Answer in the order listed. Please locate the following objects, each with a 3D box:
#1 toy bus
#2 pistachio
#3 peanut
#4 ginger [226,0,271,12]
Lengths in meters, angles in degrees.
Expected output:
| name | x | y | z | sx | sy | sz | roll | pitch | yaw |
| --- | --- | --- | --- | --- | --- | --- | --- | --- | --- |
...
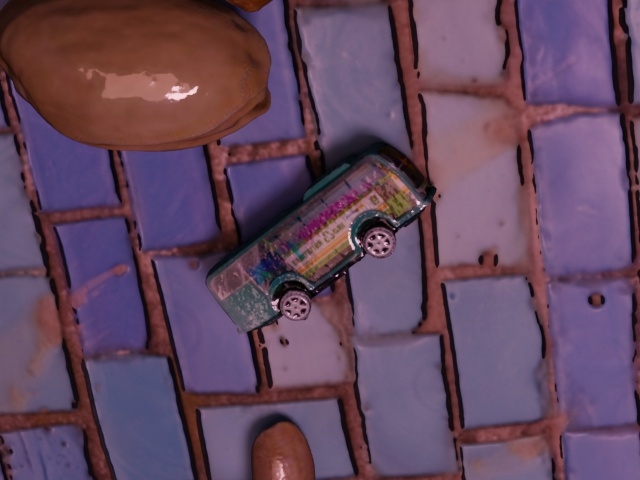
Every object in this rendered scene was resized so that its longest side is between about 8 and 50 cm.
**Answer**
| name | x | y | z | sx | sy | sz | roll | pitch | yaw |
| --- | --- | --- | --- | --- | --- | --- | --- | --- | --- |
| toy bus | 0.000 | 0.000 | 1.553 | 0.262 | 0.091 | 0.109 | -37 | 97 | 17 |
| pistachio | -0.195 | -0.180 | 1.463 | 0.293 | 0.162 | 0.181 | 9 | 77 | 6 |
| peanut | -0.043 | 0.280 | 1.675 | 0.076 | 0.076 | 0.152 | -2 | 105 | 7 |
| ginger | -0.084 | -0.425 | 1.341 | 0.176 | 0.254 | 0.418 | 16 | 138 | 44 |
